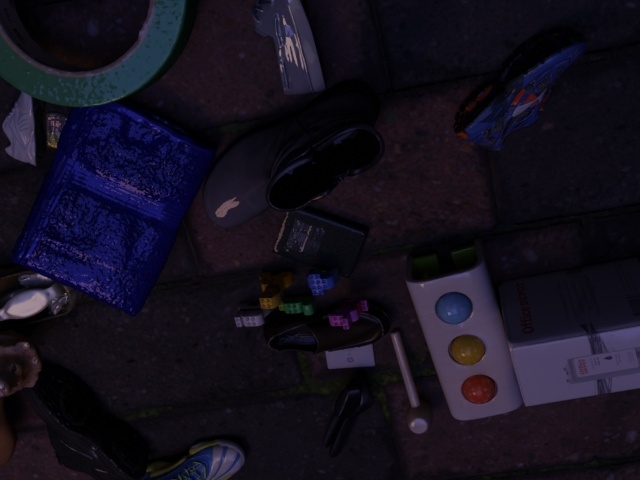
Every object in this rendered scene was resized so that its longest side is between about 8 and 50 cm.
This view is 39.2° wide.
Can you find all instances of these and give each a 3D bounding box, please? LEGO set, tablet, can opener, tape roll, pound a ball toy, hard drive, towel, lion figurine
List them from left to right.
[{"bbox_3d":[-0.593,0.303,1.545,0.240,0.142,0.392,-11,143,-21],"label":"lion figurine"},{"bbox_3d":[-0.391,-0.166,1.412,0.083,0.009,0.060,13,117,-1],"label":"towel"},{"bbox_3d":[-0.334,-0.348,1.242,0.321,0.077,0.321,1,104,5],"label":"tape roll"},{"bbox_3d":[-0.321,-0.057,1.380,0.228,0.076,0.308,25,100,-7],"label":"towel"},{"bbox_3d":[-0.047,0.099,1.448,0.227,0.093,0.087,-4,114,19],"label":"LEGO set"},{"bbox_3d":[0.000,0.000,1.451,0.135,0.022,0.094,19,117,-4],"label":"hard drive"},{"bbox_3d":[0.041,0.310,1.590,0.073,0.059,0.186,1,131,-25],"label":"can opener"},{"bbox_3d":[0.051,0.198,1.557,0.083,0.006,0.054,-5,117,8],"label":"tablet"},{"bbox_3d":[0.204,0.181,1.461,0.208,0.136,0.319,-14,114,12],"label":"pound a ball toy"}]

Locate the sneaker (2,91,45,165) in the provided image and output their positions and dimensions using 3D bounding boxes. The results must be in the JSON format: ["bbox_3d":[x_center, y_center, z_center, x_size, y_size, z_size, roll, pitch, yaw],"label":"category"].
[{"bbox_3d":[-0.460,-0.188,1.384,0.061,0.053,0.152,13,118,2],"label":"sneaker"}]

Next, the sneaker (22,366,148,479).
[{"bbox_3d":[-0.450,0.352,1.634,0.130,0.109,0.286,-30,107,28],"label":"sneaker"}]

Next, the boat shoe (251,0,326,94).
[{"bbox_3d":[-0.056,-0.308,1.268,0.081,0.079,0.227,-14,118,8],"label":"boat shoe"}]

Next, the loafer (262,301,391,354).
[{"bbox_3d":[0.009,0.159,1.500,0.220,0.078,0.080,-9,116,10],"label":"loafer"}]

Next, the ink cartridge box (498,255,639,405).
[{"bbox_3d":[0.429,0.129,1.372,0.283,0.207,0.117,-12,113,12],"label":"ink cartridge box"}]

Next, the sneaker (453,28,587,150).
[{"bbox_3d":[0.294,-0.215,1.292,0.087,0.083,0.221,34,121,-26],"label":"sneaker"}]

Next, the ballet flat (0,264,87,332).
[{"bbox_3d":[-0.540,0.108,1.508,0.348,0.123,0.123,-18,114,14],"label":"ballet flat"}]

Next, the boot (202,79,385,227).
[{"bbox_3d":[-0.059,-0.098,1.294,0.338,0.222,0.118,-38,108,21],"label":"boot"}]

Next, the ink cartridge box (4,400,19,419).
[{"bbox_3d":[-0.758,0.298,1.623,0.371,0.069,0.176,29,116,-23],"label":"ink cartridge box"}]

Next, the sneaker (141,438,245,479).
[{"bbox_3d":[-0.250,0.452,1.647,0.240,0.126,0.091,-24,112,17],"label":"sneaker"}]
